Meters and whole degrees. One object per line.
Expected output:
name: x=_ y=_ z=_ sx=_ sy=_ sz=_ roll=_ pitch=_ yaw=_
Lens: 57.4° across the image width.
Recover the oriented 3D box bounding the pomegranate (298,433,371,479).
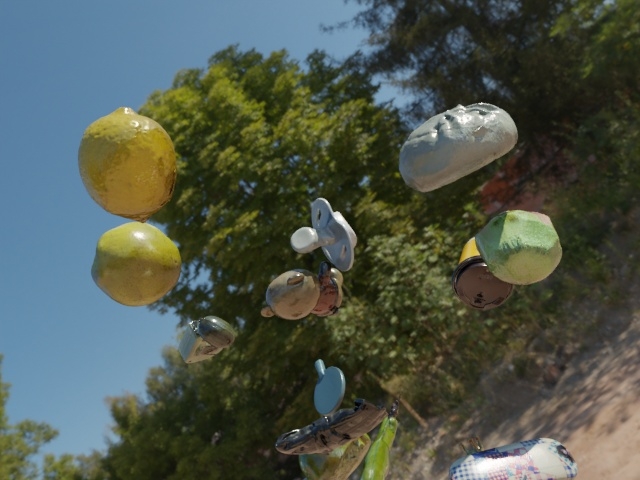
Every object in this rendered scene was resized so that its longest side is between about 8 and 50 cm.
pomegranate: x=0.018 y=0.836 z=2.272 sx=0.358 sy=0.216 sz=0.310 roll=-56 pitch=-24 yaw=18

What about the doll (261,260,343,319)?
doll: x=-0.044 y=0.192 z=2.009 sx=0.330 sy=0.174 sz=0.235 roll=6 pitch=-45 yaw=-46

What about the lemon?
lemon: x=-0.499 y=-0.189 z=1.525 sx=0.253 sy=0.253 sz=0.310 roll=-27 pitch=-57 yaw=-48

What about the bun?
bun: x=0.386 y=-0.280 z=1.686 sx=0.354 sy=0.194 sz=0.354 roll=-26 pitch=4 yaw=2

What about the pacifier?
pacifier: x=0.000 y=0.000 z=1.981 sx=0.207 sy=0.279 sz=0.227 roll=-15 pitch=-39 yaw=-26

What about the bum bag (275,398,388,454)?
bum bag: x=0.035 y=0.518 z=1.586 sx=0.340 sy=0.095 sz=0.144 roll=-33 pitch=-44 yaw=22

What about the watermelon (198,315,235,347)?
watermelon: x=-0.282 y=0.246 z=1.577 sx=0.078 sy=0.110 sz=0.078 roll=-59 pitch=1 yaw=2

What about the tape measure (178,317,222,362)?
tape measure: x=-0.476 y=0.415 z=2.469 sx=0.207 sy=0.115 sz=0.235 roll=-7 pitch=-38 yaw=-39

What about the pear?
pear: x=-0.620 y=0.079 z=1.988 sx=0.294 sy=0.294 sz=0.294 roll=-39 pitch=-12 yaw=-10

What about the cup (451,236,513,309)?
cup: x=0.547 y=0.096 z=1.971 sx=0.196 sy=0.196 sz=0.280 roll=-48 pitch=6 yaw=30

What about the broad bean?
broad bean: x=0.135 y=0.472 z=1.322 sx=0.318 sy=0.056 sz=0.098 roll=-58 pitch=-28 yaw=-58

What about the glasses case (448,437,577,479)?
glasses case: x=0.478 y=0.572 z=1.450 sx=0.327 sy=0.125 sz=0.076 roll=-7 pitch=-58 yaw=-14

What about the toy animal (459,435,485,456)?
toy animal: x=0.497 y=0.684 z=1.869 sx=0.057 sy=0.099 sz=0.241 roll=-32 pitch=-25 yaw=15

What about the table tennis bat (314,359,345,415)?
table tennis bat: x=0.014 y=0.315 z=1.277 sx=0.100 sy=0.019 sz=0.155 roll=-57 pitch=26 yaw=14

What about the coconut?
coconut: x=0.552 y=0.011 z=1.630 sx=0.236 sy=0.204 sz=0.236 roll=-30 pitch=29 yaw=19
